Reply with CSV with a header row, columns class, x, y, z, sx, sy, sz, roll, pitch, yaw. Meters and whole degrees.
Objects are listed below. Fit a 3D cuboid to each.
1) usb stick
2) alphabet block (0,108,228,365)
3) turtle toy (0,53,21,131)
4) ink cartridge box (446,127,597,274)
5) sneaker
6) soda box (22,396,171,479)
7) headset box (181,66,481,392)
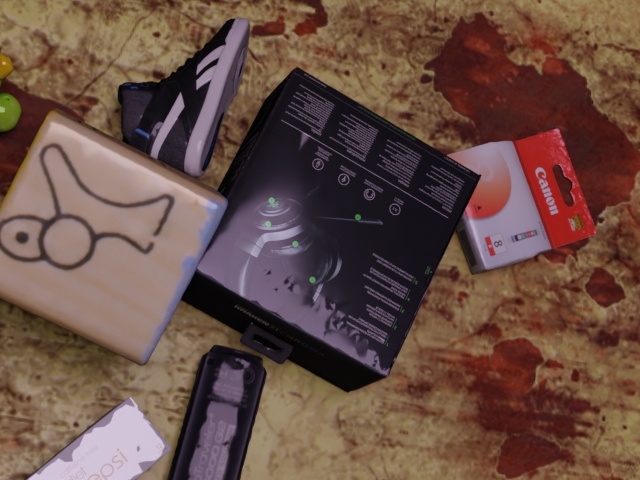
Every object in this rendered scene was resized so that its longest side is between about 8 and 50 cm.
class,x,y,z,sx,sy,sz,roll,pitch,yaw
usb stick,-0.124,0.251,1.620,0.077,0.045,0.278,16,73,-6
alphabet block,-0.227,-0.008,1.545,0.197,0.193,0.192,28,89,-10
turtle toy,-0.372,-0.172,1.630,0.095,0.066,0.130,-36,93,1
ink cartridge box,0.240,-0.051,1.810,0.179,0.045,0.145,-17,83,-18
sneaker,-0.160,-0.177,1.694,0.121,0.079,0.217,14,57,6
soda box,-0.261,0.258,1.561,0.216,0.069,0.074,-39,91,-21
headset box,0.000,0.000,1.673,0.246,0.131,0.283,29,70,-10
